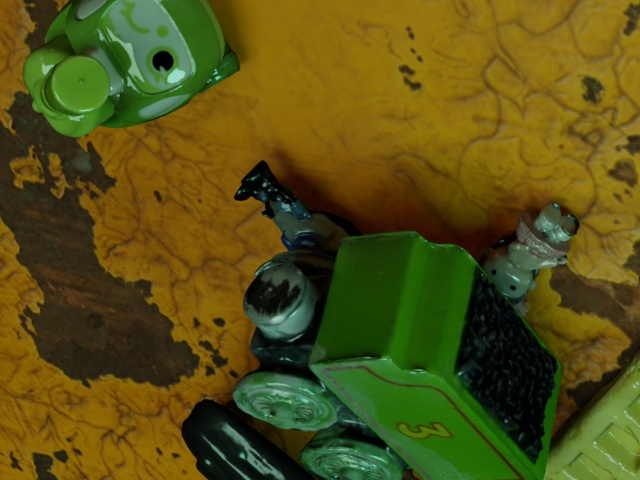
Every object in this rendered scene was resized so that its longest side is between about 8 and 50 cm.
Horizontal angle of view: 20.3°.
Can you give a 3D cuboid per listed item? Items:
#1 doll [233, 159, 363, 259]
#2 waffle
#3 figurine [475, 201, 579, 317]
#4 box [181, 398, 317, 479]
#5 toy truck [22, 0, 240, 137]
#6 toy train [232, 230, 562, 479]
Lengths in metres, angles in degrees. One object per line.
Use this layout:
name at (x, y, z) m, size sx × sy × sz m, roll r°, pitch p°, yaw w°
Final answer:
doll at (0.000, 0.000, 1.773) m, size 0.195 × 0.070 × 0.096 m, roll 42°, pitch 162°, yaw -1°
waffle at (0.331, 0.239, 1.722) m, size 0.221 × 0.055 × 0.248 m, roll 39°, pitch 132°, yaw 5°
figurine at (0.194, 0.018, 1.675) m, size 0.072 × 0.054 × 0.129 m, roll 34°, pitch 125°, yaw -10°
box at (-0.031, 0.279, 1.872) m, size 0.289 × 0.073 × 0.290 m, roll 42°, pitch 170°, yaw 2°
toy truck at (-0.204, -0.168, 1.714) m, size 0.187 × 0.210 × 0.148 m, roll -12°, pitch 113°, yaw 56°
toy train at (0.071, 0.123, 1.682) m, size 0.249 × 0.173 × 0.307 m, roll -6°, pitch 144°, yaw 33°
